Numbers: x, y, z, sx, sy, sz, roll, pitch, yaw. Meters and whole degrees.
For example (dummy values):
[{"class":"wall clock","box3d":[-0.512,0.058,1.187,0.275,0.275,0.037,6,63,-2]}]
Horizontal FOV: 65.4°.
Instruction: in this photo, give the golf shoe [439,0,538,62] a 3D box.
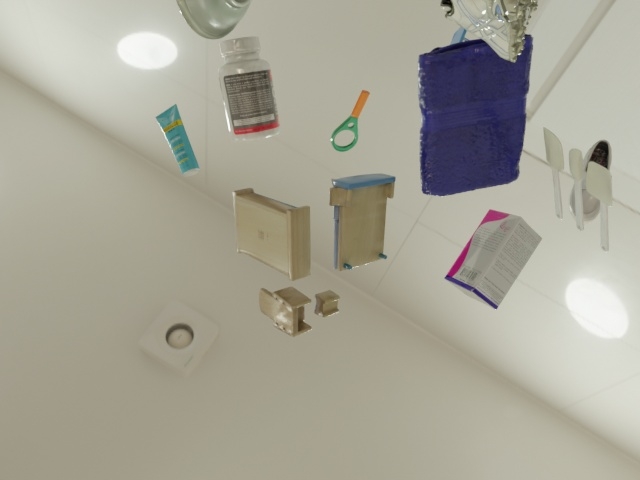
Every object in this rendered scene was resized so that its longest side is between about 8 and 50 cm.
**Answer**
[{"class":"golf shoe","box3d":[0.164,-0.231,0.490,0.086,0.176,0.069,18,-85,24]}]

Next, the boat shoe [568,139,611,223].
[{"class":"boat shoe","box3d":[0.569,-0.125,1.038,0.066,0.063,0.184,22,-105,23]}]

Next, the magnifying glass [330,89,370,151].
[{"class":"magnifying glass","box3d":[0.104,-0.389,1.643,0.092,0.231,0.026,6,-137,-23]}]

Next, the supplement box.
[{"class":"supplement box","box3d":[0.439,0.045,1.270,0.114,0.111,0.220,34,-91,-28]}]

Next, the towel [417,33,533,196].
[{"class":"towel","box3d":[0.308,-0.251,1.025,0.227,0.308,0.076,-10,-149,-3]}]

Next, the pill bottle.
[{"class":"pill bottle","box3d":[-0.243,-0.503,1.668,0.176,0.319,0.176,-8,-161,3]}]

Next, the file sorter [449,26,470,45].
[{"class":"file sorter","box3d":[0.507,-0.658,1.732,0.104,0.118,0.170,24,-102,-7]}]

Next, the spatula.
[{"class":"spatula","box3d":[0.477,-0.082,0.921,0.019,0.242,0.168,-34,-136,-1]}]

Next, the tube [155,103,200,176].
[{"class":"tube","box3d":[-0.414,-0.290,1.459,0.080,0.052,0.207,-26,-97,12]}]

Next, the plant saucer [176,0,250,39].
[{"class":"plant saucer","box3d":[-0.252,-0.749,1.341,0.100,0.401,0.400,16,-127,17]}]

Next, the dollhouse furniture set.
[{"class":"dollhouse furniture set","box3d":[0.000,0.000,1.074,0.303,0.287,0.198,-15,-155,-37]}]
